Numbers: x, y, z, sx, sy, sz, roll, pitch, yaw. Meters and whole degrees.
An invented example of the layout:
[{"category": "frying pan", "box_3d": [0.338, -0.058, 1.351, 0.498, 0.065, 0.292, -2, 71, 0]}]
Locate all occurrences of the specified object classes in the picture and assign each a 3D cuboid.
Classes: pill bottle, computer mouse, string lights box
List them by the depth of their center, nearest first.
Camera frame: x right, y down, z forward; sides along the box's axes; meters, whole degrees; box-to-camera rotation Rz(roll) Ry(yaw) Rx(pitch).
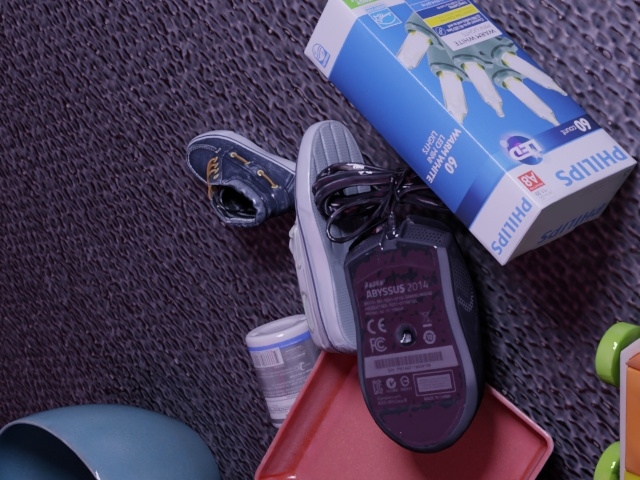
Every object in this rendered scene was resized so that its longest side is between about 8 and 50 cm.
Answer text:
[{"category": "string lights box", "box_3d": [0.123, -0.111, 1.314, 0.260, 0.133, 0.077, 48, 137, 20]}, {"category": "computer mouse", "box_3d": [0.097, 0.057, 1.445, 0.188, 0.072, 0.272, -5, 91, 29]}, {"category": "pill bottle", "box_3d": [-0.024, 0.154, 1.654, 0.078, 0.078, 0.137, -7, 104, 49]}]

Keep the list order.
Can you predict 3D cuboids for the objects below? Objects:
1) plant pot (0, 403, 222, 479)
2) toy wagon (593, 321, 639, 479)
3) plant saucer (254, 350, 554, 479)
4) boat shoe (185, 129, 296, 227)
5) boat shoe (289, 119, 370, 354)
[{"category": "plant pot", "box_3d": [-0.231, 0.313, 1.872, 0.290, 0.195, 0.290, 24, 124, 40]}, {"category": "toy wagon", "box_3d": [0.338, 0.144, 1.252, 0.267, 0.068, 0.344, 18, 121, 42]}, {"category": "plant saucer", "box_3d": [0.083, 0.216, 1.538, 0.259, 0.047, 0.258, 39, 113, 28]}, {"category": "boat shoe", "box_3d": [-0.096, -0.065, 1.621, 0.183, 0.083, 0.065, 20, 122, 42]}, {"category": "boat shoe", "box_3d": [0.000, 0.000, 1.518, 0.075, 0.083, 0.226, -13, 79, 50]}]
